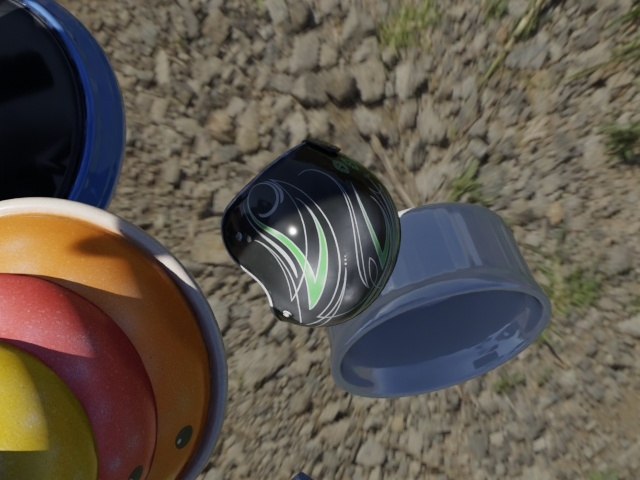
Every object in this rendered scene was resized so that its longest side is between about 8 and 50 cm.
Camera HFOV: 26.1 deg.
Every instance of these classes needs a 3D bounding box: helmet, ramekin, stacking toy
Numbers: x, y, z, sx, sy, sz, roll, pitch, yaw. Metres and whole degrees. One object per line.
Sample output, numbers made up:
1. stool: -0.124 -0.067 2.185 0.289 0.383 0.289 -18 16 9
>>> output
1. helmet: 0.000 0.000 1.373 0.169 0.169 0.161 -41 80 4
2. ramekin: 0.130 0.071 1.684 0.277 0.277 0.135 -19 62 4
3. stacking toy: -0.286 0.180 1.153 0.351 0.480 0.350 2 106 7

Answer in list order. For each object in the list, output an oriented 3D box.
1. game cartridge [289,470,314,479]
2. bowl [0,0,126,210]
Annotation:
1. game cartridge: -0.010 0.324 1.690 0.083 0.017 0.056 47 124 4
2. bowl: -0.423 -0.120 1.609 0.391 0.077 0.391 -2 84 14
